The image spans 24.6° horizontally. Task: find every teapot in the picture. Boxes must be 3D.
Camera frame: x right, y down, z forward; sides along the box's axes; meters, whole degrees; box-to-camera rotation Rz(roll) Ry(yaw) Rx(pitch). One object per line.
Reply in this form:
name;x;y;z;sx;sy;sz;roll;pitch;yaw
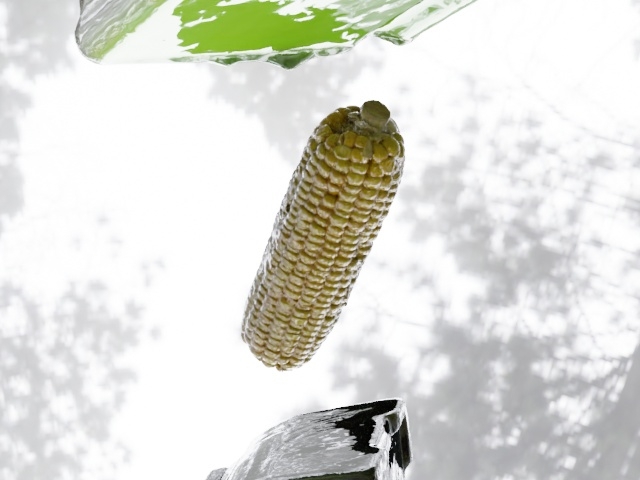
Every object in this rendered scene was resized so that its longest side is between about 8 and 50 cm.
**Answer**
teapot;-0.014;0.116;0.553;0.096;0.087;0.177;-7;-174;9

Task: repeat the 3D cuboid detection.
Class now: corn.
corn;0.000;0.000;0.953;0.068;0.207;0.068;17;-149;-11

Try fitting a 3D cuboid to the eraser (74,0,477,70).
eraser;0.035;-0.158;0.616;0.210;0.274;0.092;-8;-99;-32
